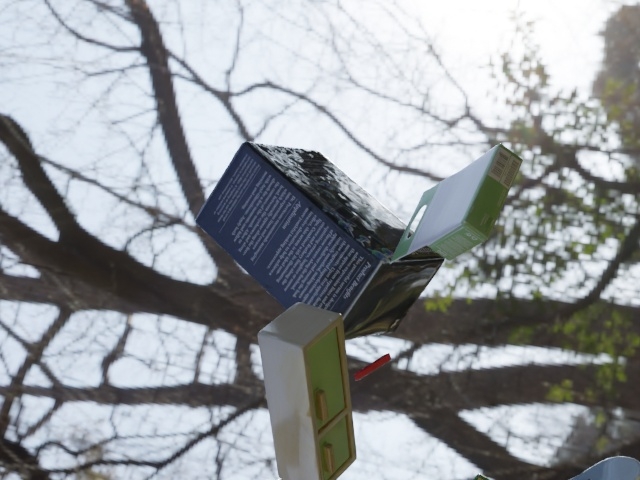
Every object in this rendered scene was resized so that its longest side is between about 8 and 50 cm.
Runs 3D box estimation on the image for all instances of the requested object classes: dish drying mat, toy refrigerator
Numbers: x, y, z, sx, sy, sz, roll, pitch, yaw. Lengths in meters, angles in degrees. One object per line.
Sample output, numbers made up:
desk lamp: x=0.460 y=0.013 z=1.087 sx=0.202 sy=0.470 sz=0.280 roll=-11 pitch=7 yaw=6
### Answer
dish drying mat: x=0.103 y=0.251 z=2.081 sx=0.083 sy=0.008 sz=0.032 roll=-32 pitch=-30 yaw=-6
toy refrigerator: x=-0.013 y=0.240 z=1.581 sx=0.102 sy=0.094 sz=0.269 roll=-35 pitch=-51 yaw=-45

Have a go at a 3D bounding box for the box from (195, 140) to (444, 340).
box: x=0.000 y=0.000 z=2.132 sx=0.212 sy=0.395 sz=0.293 roll=-56 pitch=-24 yaw=19

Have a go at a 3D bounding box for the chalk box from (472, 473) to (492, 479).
chalk box: x=0.204 y=0.367 z=1.086 sx=0.132 sy=0.132 sz=0.213 roll=-51 pitch=-40 yaw=-19

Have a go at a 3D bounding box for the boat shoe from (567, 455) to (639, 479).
boat shoe: x=0.377 y=0.347 z=1.388 sx=0.083 sy=0.183 sz=0.065 roll=40 pitch=-134 yaw=-12

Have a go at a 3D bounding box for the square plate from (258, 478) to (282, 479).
square plate: x=-0.230 y=0.521 z=1.714 sx=0.347 sy=0.049 sz=0.344 roll=-50 pitch=-17 yaw=6

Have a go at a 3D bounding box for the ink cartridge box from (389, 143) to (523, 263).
ink cartridge box: x=0.221 y=-0.045 z=1.730 sx=0.056 sy=0.235 sz=0.171 roll=34 pitch=-120 yaw=-11
